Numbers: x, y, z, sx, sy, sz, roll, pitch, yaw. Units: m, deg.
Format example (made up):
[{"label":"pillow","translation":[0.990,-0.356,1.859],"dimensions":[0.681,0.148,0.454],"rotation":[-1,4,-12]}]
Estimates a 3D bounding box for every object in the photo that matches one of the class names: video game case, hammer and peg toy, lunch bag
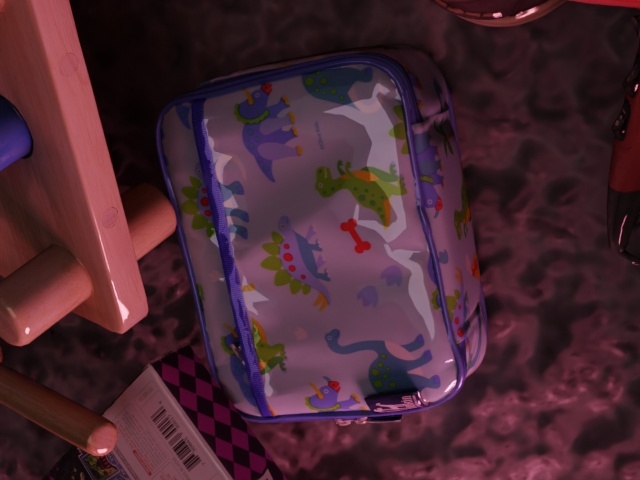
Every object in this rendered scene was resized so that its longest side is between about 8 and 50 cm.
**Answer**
[{"label":"video game case","translation":[-0.076,0.210,0.785],"dimensions":[0.232,0.042,0.210],"rotation":[52,133,9]},{"label":"hammer and peg toy","translation":[-0.201,-0.043,0.717],"dimensions":[0.266,0.127,0.361],"rotation":[21,135,35]},{"label":"lunch bag","translation":[0.000,0.000,0.734],"dimensions":[0.176,0.090,0.218],"rotation":[-6,102,24]}]

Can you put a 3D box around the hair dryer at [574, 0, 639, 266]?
[{"label":"hair dryer","translation":[0.176,-0.090,0.588],"dimensions":[0.294,0.080,0.223],"rotation":[29,113,-27]}]

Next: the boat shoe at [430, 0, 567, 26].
[{"label":"boat shoe","translation":[0.165,-0.250,0.589],"dimensions":[0.132,0.130,0.355],"rotation":[35,112,6]}]
